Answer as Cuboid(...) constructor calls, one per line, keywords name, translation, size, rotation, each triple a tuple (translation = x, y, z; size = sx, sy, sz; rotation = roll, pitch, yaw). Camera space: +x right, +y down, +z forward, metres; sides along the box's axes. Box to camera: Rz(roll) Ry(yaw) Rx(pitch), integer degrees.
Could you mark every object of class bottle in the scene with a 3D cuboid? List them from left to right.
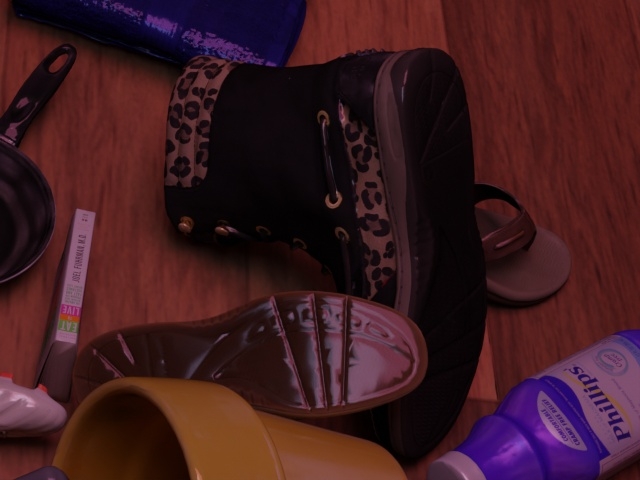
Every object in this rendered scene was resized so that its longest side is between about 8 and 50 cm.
Cuboid(name="bottle", translation=(0.224, 0.180, 1.508), size=(0.282, 0.092, 0.118), rotation=(-22, 64, -33))

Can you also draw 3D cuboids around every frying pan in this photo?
Cuboid(name="frying pan", translation=(-0.345, -0.077, 1.529), size=(0.197, 0.053, 0.326), rotation=(10, 49, -13))

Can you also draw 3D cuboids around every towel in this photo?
Cuboid(name="towel", translation=(-0.169, -0.271, 1.740), size=(0.308, 0.076, 0.228), rotation=(21, 42, -3))

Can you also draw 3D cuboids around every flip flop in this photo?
Cuboid(name="flip flop", translation=(0.157, -0.020, 1.614), size=(0.277, 0.080, 0.112), rotation=(28, 43, -30))

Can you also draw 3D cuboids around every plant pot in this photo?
Cuboid(name="plant pot", translation=(-0.061, 0.239, 1.276), size=(0.239, 0.254, 0.254), rotation=(7, 49, -36))

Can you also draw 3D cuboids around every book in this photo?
Cuboid(name="book", translation=(-0.224, 0.057, 1.437), size=(0.035, 0.096, 0.144), rotation=(11, 50, -11))

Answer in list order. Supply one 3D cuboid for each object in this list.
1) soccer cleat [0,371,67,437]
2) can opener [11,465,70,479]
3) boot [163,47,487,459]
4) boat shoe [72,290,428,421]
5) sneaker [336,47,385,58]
Cuboid(name="soccer cleat", translation=(-0.314, 0.149, 1.357), size=(0.196, 0.068, 0.076), rotation=(10, 55, -3))
Cuboid(name="can opener", translation=(-0.320, 0.244, 1.218), size=(0.280, 0.093, 0.074), rotation=(-19, 50, -5))
Cuboid(name="boot", translation=(0.000, 0.000, 1.501), size=(0.284, 0.377, 0.138), rotation=(9, 24, 35))
Cuboid(name="boat shoe", translation=(-0.057, 0.113, 1.394), size=(0.302, 0.098, 0.109), rotation=(-8, 72, 4))
Cuboid(name="sneaker", translation=(-0.001, -0.134, 1.692), size=(0.237, 0.085, 0.086), rotation=(-38, 99, -41))
